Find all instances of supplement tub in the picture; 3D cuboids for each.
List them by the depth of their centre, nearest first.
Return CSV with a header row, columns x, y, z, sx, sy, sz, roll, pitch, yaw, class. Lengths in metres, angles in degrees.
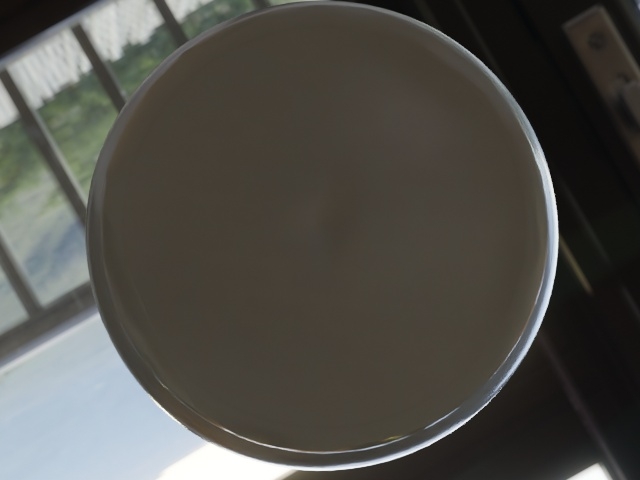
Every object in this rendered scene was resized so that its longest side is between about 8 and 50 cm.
x,y,z,sx,sy,sz,roll,pitch,yaw,class
0.000,0.000,0.743,0.228,0.228,0.316,-30,178,-2,supplement tub
